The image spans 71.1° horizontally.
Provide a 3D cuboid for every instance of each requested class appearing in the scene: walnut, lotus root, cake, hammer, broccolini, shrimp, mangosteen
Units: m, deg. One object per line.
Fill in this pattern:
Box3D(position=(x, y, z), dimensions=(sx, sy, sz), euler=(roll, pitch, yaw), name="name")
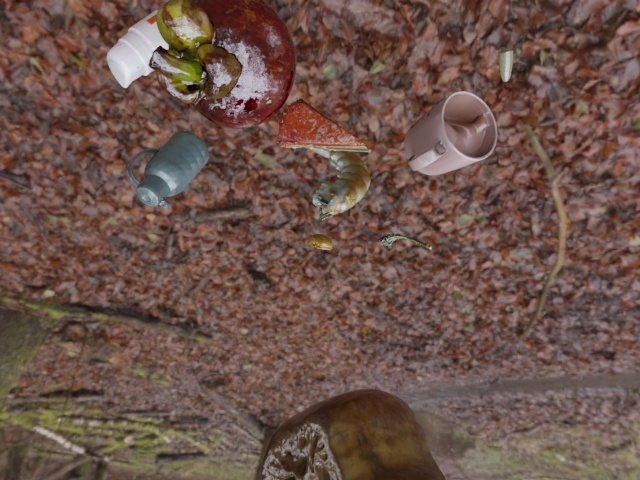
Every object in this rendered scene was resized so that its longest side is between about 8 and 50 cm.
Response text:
Box3D(position=(0.000, 0.000, 1.835), dimensions=(0.121, 0.052, 0.091), euler=(19, -168, 29), name="walnut")
Box3D(position=(0.033, 0.417, 0.760), dimensions=(0.316, 0.316, 0.250), euler=(-15, 147, 34), name="lotus root")
Box3D(position=(0.013, -0.271, 1.051), dimensions=(0.220, 0.117, 0.086), euler=(5, -179, 24), name="cake")
Box3D(position=(0.404, -0.394, 0.977), dimensions=(0.028, 0.195, 0.060), euler=(-1, 118, 23), name="hammer")
Box3D(position=(0.295, -0.001, 1.549), dimensions=(0.194, 0.052, 0.054), euler=(4, 155, 35), name="broccolini")
Box3D(position=(0.041, -0.190, 1.193), dimensions=(0.185, 0.287, 0.068), euler=(-5, 151, -22), name="shrimp")
Box3D(position=(-0.160, -0.288, 0.707), dimensions=(0.215, 0.215, 0.257), euler=(-14, -176, 34), name="mangosteen")

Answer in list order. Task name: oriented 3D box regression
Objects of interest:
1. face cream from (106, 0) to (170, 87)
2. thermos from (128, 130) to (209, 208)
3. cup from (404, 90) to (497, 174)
Box3D(position=(-0.340, -0.485, 1.026), dimensions=(0.102, 0.345, 0.102), euler=(33, 156, 17), name="face cream")
Box3D(position=(-0.500, -0.237, 1.454), dimensions=(0.182, 0.287, 0.145), euler=(39, 135, -15), name="thermos")
Box3D(position=(0.337, -0.272, 1.263), dimensions=(0.191, 0.253, 0.200), euler=(53, 155, -8), name="cup")
